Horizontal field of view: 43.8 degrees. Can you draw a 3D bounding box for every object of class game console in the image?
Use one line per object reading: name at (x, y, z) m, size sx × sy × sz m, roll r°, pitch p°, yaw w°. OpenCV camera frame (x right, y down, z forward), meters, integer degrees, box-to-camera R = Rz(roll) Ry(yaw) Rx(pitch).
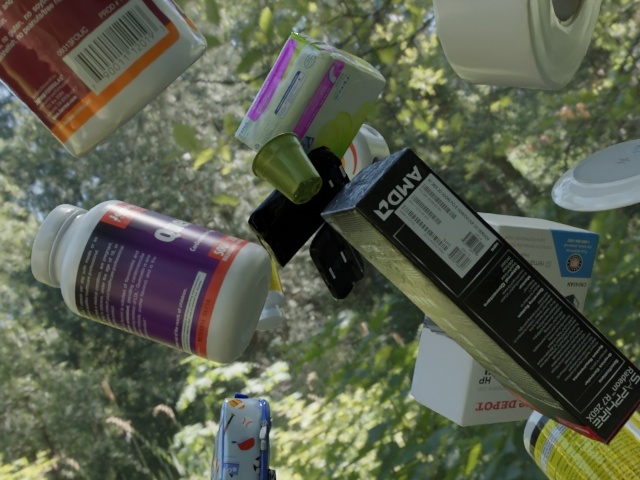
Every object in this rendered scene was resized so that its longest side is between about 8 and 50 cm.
game console at (0.000, 0.000, 1.554) m, size 0.213 × 0.044 × 0.361 m, roll -47°, pitch -40°, yaw -17°

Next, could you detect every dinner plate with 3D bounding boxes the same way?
dinner plate at (0.286, -0.069, 0.751) m, size 0.141 × 0.017 × 0.141 m, roll -21°, pitch 20°, yaw 8°

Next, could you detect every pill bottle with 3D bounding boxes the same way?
pill bottle at (-0.342, -0.311, 0.941) m, size 0.224 × 0.392 × 0.224 m, roll -37°, pitch 16°, yaw 13°
pill bottle at (-0.246, 0.051, 1.167) m, size 0.181 × 0.323 × 0.181 m, roll 18°, pitch -90°, yaw -82°
pill bottle at (0.489, 0.388, 1.266) m, size 0.188 × 0.334 × 0.187 m, roll -11°, pitch -58°, yaw -17°
pill bottle at (-0.144, 0.117, 1.910) m, size 0.103 × 0.184 × 0.103 m, roll -13°, pitch -28°, yaw -7°

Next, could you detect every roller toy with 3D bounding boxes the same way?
roller toy at (0.060, -0.179, 1.858) m, size 0.191 × 0.209 × 0.146 m, roll -22°, pitch -8°, yaw 30°

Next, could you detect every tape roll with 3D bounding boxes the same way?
tape roll at (0.220, -0.305, 0.839) m, size 0.100 × 0.286 × 0.286 m, roll 12°, pitch 8°, yaw 32°

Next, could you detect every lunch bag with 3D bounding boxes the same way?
lunch bag at (-0.157, 0.438, 1.566) m, size 0.115 × 0.243 × 0.303 m, roll 6°, pitch -29°, yaw -9°

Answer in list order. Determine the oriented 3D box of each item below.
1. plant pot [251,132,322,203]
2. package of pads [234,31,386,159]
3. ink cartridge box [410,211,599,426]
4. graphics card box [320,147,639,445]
plant pot at (-0.040, -0.095, 1.114) m, size 0.083 × 0.079 × 0.083 m, roll -30°, pitch -30°, yaw -19°
package of pads at (-0.009, -0.261, 1.522) m, size 0.229 × 0.101 × 0.297 m, roll -58°, pitch -22°, yaw 14°
ink cartridge box at (0.367, 0.153, 1.593) m, size 0.286 × 0.394 × 0.166 m, roll 3°, pitch 11°, yaw -32°
graphics card box at (0.174, 0.060, 0.918) m, size 0.094 × 0.371 × 0.233 m, roll -49°, pitch 5°, yaw -5°
